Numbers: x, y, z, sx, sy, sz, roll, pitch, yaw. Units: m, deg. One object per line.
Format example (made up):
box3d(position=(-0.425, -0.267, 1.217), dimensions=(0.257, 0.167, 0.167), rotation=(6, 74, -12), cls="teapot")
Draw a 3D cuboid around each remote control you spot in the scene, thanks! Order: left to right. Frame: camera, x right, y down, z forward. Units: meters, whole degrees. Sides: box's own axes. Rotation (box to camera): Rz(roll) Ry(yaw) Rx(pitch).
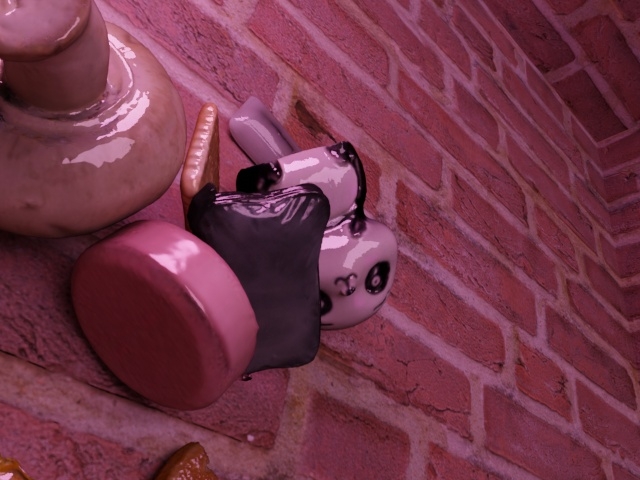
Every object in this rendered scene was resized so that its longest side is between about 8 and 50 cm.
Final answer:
box3d(position=(-0.049, -0.143, 1.151), dimensions=(0.313, 0.055, 0.109), rotation=(48, 43, -20), cls="remote control")

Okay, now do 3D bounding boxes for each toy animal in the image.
box3d(position=(0.000, 0.000, 1.004), dimensions=(0.251, 0.251, 0.309), rotation=(-22, 99, -50), cls="toy animal")

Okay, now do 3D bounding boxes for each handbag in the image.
box3d(position=(-0.084, 0.065, 0.823), dimensions=(0.192, 0.332, 0.075), rotation=(-9, 34, -21), cls="handbag")

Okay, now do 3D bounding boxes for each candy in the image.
box3d(position=(-0.191, 0.100, 0.727), dimensions=(0.255, 0.255, 0.094), rotation=(58, 40, -9), cls="candy")

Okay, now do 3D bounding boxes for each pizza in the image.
box3d(position=(-0.183, 0.384, 0.737), dimensions=(0.127, 0.058, 0.246), rotation=(12, 61, -43), cls="pizza")

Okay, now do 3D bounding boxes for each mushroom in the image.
box3d(position=(-0.314, -0.135, 0.680), dimensions=(0.315, 0.315, 0.356), rotation=(44, 5, -23), cls="mushroom")

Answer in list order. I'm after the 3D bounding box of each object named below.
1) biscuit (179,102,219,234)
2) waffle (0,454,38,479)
box3d(position=(-0.175, -0.066, 0.858), dimensions=(0.030, 0.249, 0.160), rotation=(9, 59, -4), cls="biscuit")
box3d(position=(-0.381, 0.290, 0.465), dimensions=(0.302, 0.068, 0.325), rotation=(24, 37, -1), cls="waffle")
